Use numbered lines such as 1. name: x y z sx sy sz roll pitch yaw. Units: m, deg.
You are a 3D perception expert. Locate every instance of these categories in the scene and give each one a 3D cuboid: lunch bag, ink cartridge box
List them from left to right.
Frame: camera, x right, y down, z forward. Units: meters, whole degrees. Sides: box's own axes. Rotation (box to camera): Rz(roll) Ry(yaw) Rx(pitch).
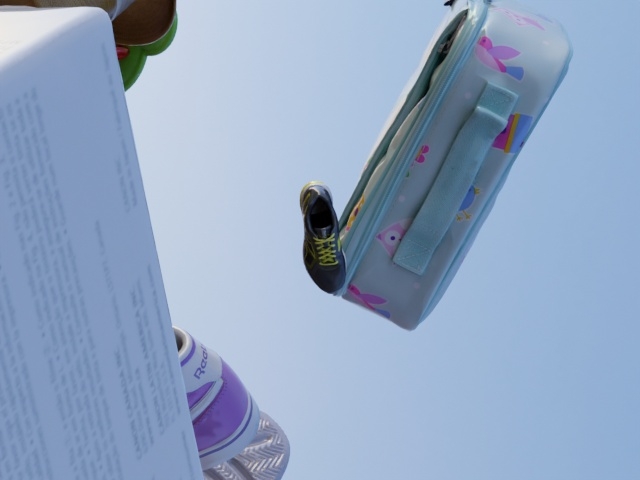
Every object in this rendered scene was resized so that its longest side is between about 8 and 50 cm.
1. ink cartridge box: -0.180 0.112 0.591 0.385 0.091 0.308 -45 133 -54
2. lunch bag: 0.101 -0.075 1.266 0.279 0.108 0.224 -64 180 17

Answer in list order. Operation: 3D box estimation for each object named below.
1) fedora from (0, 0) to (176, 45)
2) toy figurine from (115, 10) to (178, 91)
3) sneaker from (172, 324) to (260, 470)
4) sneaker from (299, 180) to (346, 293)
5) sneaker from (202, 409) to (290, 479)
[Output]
1. fedora: -0.186 -0.181 1.031 0.194 0.079 0.194 27 -26 14
2. toy figurine: -0.270 -0.230 1.688 0.173 0.159 0.130 -13 -99 36
3. sneaker: -0.207 0.144 1.238 0.161 0.282 0.102 54 13 -48
4. sneaker: 0.000 0.000 1.119 0.035 0.031 0.083 -106 -176 -80
5. sneaker: -0.171 0.288 1.487 0.124 0.321 0.180 48 -26 17
